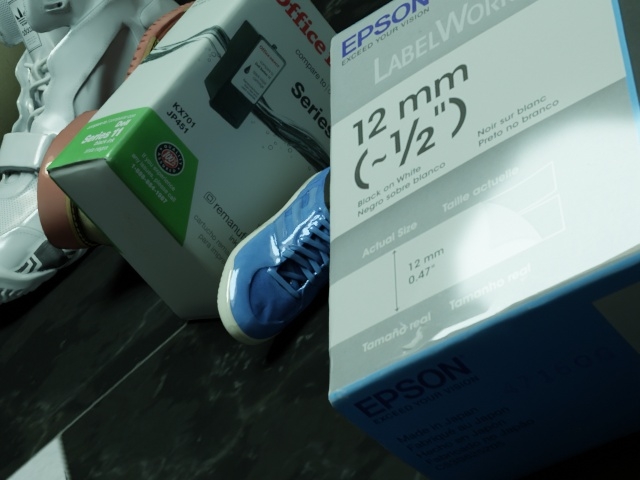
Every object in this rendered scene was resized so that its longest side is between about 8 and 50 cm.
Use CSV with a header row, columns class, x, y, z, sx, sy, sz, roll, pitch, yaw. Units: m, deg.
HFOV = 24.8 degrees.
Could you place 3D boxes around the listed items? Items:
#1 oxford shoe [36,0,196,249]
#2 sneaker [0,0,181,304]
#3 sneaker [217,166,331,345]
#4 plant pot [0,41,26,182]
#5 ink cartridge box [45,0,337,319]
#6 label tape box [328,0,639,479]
class,x,y,z,sx,sy,sz,roll,pitch,yaw
oxford shoe,-0.103,-0.099,1.228,0.130,0.123,0.348,4,39,21
sneaker,-0.254,-0.122,1.330,0.366,0.210,0.137,-52,25,-24
sneaker,-0.001,-0.001,0.909,0.084,0.058,0.152,-26,19,51
plant pot,-0.385,-0.136,1.587,0.284,0.191,0.284,-34,23,16
ink cartridge box,-0.063,-0.071,1.013,0.087,0.153,0.208,-8,40,51
label tape box,0.128,-0.084,0.684,0.249,0.115,0.348,-28,43,28
